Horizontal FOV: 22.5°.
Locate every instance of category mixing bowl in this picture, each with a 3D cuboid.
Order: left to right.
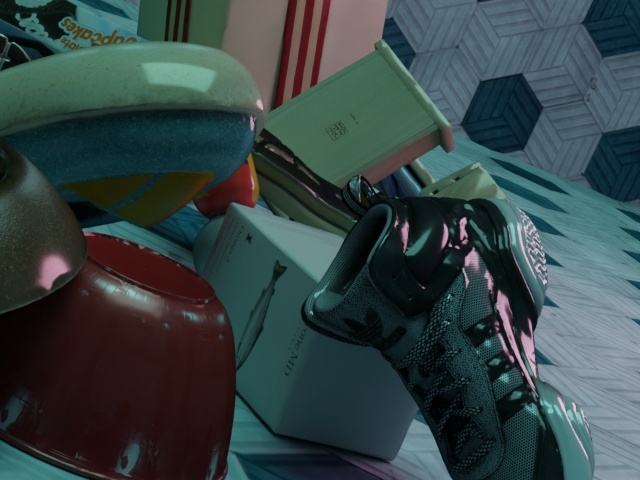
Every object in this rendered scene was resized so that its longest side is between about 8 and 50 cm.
[{"bbox_3d":[-0.118,0.058,0.919,0.181,0.098,0.181,23,11,-5],"label":"mixing bowl"}]

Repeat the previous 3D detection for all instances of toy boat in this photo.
[{"bbox_3d":[-0.132,-0.046,1.223,0.267,0.148,0.318,-13,-13,25],"label":"toy boat"}]

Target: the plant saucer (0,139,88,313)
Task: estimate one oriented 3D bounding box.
[{"bbox_3d":[-0.277,-0.023,0.842,0.311,0.050,0.310,5,18,-2],"label":"plant saucer"}]

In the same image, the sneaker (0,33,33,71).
[{"bbox_3d":[-0.308,-0.159,1.599,0.170,0.068,0.071,27,-4,-29],"label":"sneaker"}]

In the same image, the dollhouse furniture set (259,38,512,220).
[{"bbox_3d":[0.067,-0.012,1.769,0.286,0.198,0.303,55,-6,29],"label":"dollhouse furniture set"}]

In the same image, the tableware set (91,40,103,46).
[{"bbox_3d":[-0.226,-0.125,1.495,0.141,0.169,0.020,33,35,-64],"label":"tableware set"}]

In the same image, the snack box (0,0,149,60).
[{"bbox_3d":[-0.257,-0.183,1.694,0.322,0.060,0.187,28,-17,21],"label":"snack box"}]

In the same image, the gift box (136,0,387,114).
[{"bbox_3d":[-0.101,-0.217,1.916,0.276,0.258,0.255,-4,25,-26],"label":"gift box"}]

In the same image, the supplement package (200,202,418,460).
[{"bbox_3d":[-0.007,0.060,1.129,0.105,0.105,0.179,18,12,-32],"label":"supplement package"}]

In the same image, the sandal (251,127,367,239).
[{"bbox_3d":[-0.001,-0.001,1.456,0.303,0.086,0.120,38,10,-13],"label":"sandal"}]

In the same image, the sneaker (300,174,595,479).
[{"bbox_3d":[0.070,0.081,0.978,0.153,0.101,0.268,16,52,-31],"label":"sneaker"}]
